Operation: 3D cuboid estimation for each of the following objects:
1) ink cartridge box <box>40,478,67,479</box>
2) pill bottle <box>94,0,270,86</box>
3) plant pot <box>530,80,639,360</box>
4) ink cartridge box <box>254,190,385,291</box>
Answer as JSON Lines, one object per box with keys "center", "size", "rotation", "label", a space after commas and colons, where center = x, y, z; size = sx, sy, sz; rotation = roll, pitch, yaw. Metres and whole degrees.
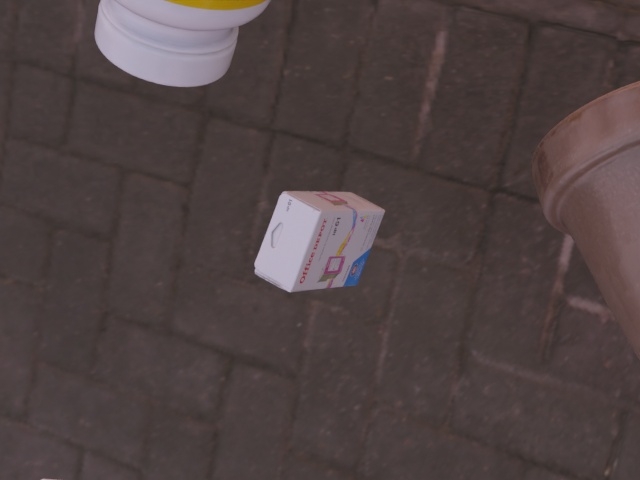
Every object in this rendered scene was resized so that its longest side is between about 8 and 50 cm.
{"center": [-0.086, 0.258, 0.931], "size": [0.353, 0.207, 0.119], "rotation": [0, 73, 22], "label": "ink cartridge box"}
{"center": [-0.115, -0.321, 1.129], "size": [0.188, 0.188, 0.334], "rotation": [31, 127, 16], "label": "pill bottle"}
{"center": [0.350, -0.002, 1.138], "size": [0.263, 0.263, 0.229], "rotation": [-20, 63, 25], "label": "plant pot"}
{"center": [0.000, 0.000, 1.188], "size": [0.052, 0.122, 0.089], "rotation": [29, 107, 31], "label": "ink cartridge box"}
